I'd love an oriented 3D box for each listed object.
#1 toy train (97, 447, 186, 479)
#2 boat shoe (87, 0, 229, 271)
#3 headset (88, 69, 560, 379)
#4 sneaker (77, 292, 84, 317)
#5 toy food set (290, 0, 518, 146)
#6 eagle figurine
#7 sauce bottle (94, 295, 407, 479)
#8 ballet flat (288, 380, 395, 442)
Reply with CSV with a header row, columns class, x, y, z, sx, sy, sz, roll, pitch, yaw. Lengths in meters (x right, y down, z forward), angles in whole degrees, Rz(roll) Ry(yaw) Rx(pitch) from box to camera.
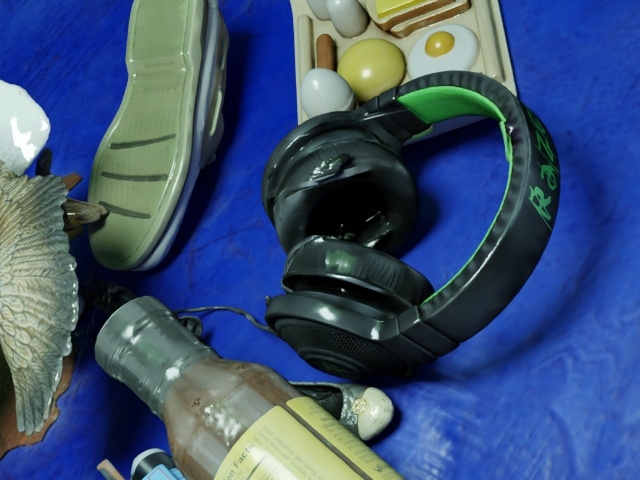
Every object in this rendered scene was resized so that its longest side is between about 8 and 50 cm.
class,x,y,z,sx,sy,sz,roll,pitch,yaw
toy train,-0.117,0.234,0.974,0.105,0.080,0.184,-41,43,-15
boat shoe,-0.146,-0.109,1.228,0.113,0.103,0.302,7,79,29
headset,0.000,0.000,1.002,0.394,0.185,0.243,-31,44,30
sneaker,-0.303,0.036,1.225,0.152,0.084,0.058,27,73,41
toy food set,0.057,-0.208,1.189,0.220,0.092,0.306,-18,50,19
eagle figurine,-0.289,0.028,1.056,0.226,0.225,0.298,-49,10,26
sauce bottle,-0.030,0.163,0.895,0.344,0.111,0.111,39,81,28
ballet flat,-0.021,0.137,1.004,0.173,0.049,0.057,-2,57,30
